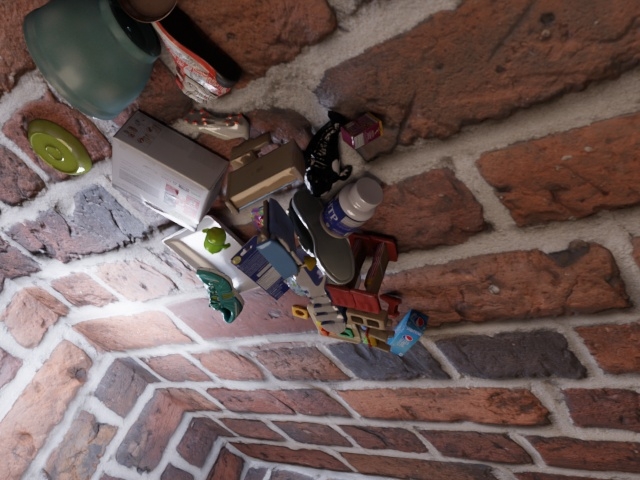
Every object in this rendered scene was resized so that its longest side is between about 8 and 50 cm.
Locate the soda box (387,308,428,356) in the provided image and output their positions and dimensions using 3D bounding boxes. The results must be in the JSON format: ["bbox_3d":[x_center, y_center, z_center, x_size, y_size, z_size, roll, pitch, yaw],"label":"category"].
[{"bbox_3d":[0.294,0.319,2.019,0.067,0.071,0.210,25,145,0],"label":"soda box"}]

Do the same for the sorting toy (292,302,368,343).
[{"bbox_3d":[0.047,0.319,2.196,0.348,0.047,0.196,8,141,24],"label":"sorting toy"}]

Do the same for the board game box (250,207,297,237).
[{"bbox_3d":[-0.152,-0.044,1.871,0.169,0.033,0.133,2,139,29],"label":"board game box"}]

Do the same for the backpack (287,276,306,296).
[{"bbox_3d":[-0.051,0.117,1.941,0.105,0.114,0.084,39,137,-15],"label":"backpack"}]

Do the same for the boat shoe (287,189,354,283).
[{"bbox_3d":[0.000,0.000,1.681,0.302,0.114,0.091,66,152,19],"label":"boat shoe"}]

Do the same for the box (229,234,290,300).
[{"bbox_3d":[-0.182,0.087,1.992,0.136,0.036,0.225,-43,113,11],"label":"box"}]

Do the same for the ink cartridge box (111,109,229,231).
[{"bbox_3d":[-0.464,-0.199,1.786,0.310,0.130,0.272,30,146,-4],"label":"ink cartridge box"}]

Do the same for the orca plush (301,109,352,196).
[{"bbox_3d":[0.008,-0.190,1.522,0.151,0.102,0.287,32,144,-8],"label":"orca plush"}]

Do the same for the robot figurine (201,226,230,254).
[{"bbox_3d":[-0.347,-0.001,1.938,0.101,0.067,0.115,38,142,6],"label":"robot figurine"}]

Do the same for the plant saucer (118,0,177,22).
[{"bbox_3d":[-0.372,-0.563,1.289,0.169,0.029,0.168,4,104,19],"label":"plant saucer"}]

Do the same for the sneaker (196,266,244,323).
[{"bbox_3d":[-0.370,0.200,2.169,0.107,0.110,0.275,0,137,33],"label":"sneaker"}]

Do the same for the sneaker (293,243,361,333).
[{"bbox_3d":[0.029,0.117,1.863,0.128,0.182,0.315,-6,116,32],"label":"sneaker"}]

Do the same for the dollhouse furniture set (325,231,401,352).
[{"bbox_3d":[0.148,0.165,1.818,0.152,0.201,0.374,11,148,21],"label":"dollhouse furniture set"}]

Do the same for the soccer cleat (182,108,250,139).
[{"bbox_3d":[-0.283,-0.306,1.594,0.196,0.068,0.076,9,144,18],"label":"soccer cleat"}]

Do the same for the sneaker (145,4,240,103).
[{"bbox_3d":[-0.335,-0.445,1.425,0.270,0.090,0.145,40,140,-22],"label":"sneaker"}]

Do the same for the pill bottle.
[{"bbox_3d":[0.085,-0.091,1.593,0.112,0.112,0.187,34,143,-11],"label":"pill bottle"}]

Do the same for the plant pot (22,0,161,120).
[{"bbox_3d":[-0.505,-0.460,1.387,0.196,0.293,0.293,-27,123,17],"label":"plant pot"}]

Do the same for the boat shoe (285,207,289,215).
[{"bbox_3d":[-0.053,-0.057,1.787,0.133,0.042,0.049,43,162,-22],"label":"boat shoe"}]

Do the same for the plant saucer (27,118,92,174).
[{"bbox_3d":[-0.895,-0.305,2.003,0.241,0.037,0.241,18,144,13],"label":"plant saucer"}]

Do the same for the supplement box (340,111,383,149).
[{"bbox_3d":[0.098,-0.257,1.385,0.055,0.083,0.043,48,162,40],"label":"supplement box"}]

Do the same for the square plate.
[{"bbox_3d":[-0.355,0.054,2.111,0.347,0.049,0.344,43,141,-23],"label":"square plate"}]

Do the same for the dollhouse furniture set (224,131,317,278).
[{"bbox_3d":[-0.080,-0.105,1.566,0.198,0.286,0.303,-25,127,15],"label":"dollhouse furniture set"}]
